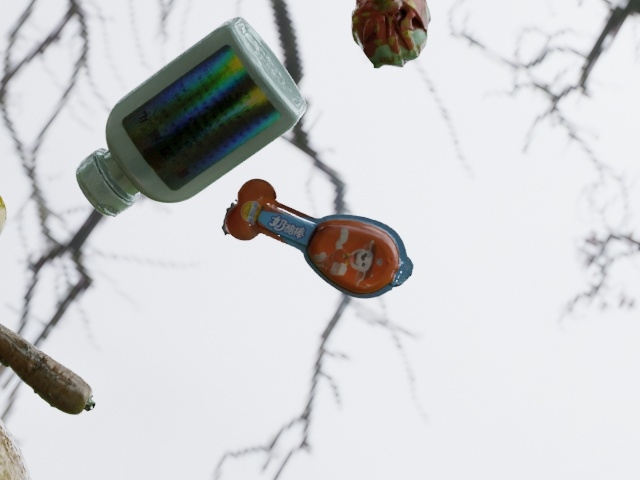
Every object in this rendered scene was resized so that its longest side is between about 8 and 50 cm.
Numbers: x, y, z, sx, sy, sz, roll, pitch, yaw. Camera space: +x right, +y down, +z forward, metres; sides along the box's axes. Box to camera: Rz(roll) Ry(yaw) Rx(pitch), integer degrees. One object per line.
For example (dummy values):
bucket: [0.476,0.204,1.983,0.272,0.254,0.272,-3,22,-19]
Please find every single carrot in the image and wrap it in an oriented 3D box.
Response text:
carrot: [-0.360,0.116,1.928,0.254,0.049,0.049,38,-27,0]

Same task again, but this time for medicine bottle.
medicine bottle: [-0.136,-0.109,1.674,0.229,0.083,0.121,-34,-80,16]

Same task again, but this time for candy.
candy: [0.056,-0.256,1.615,0.078,0.084,0.288,4,-22,10]

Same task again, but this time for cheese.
cheese: [0.000,0.000,2.184,0.256,0.106,0.037,23,9,-10]

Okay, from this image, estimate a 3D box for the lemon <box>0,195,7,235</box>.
lemon: [-0.265,-0.018,1.256,0.065,0.065,0.092,27,-1,10]

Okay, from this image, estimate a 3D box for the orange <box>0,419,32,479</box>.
orange: [-0.335,0.210,1.233,0.274,0.274,0.274,25,-28,14]
